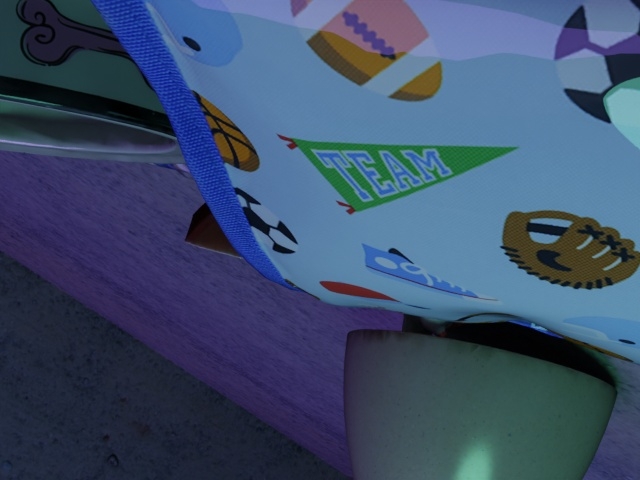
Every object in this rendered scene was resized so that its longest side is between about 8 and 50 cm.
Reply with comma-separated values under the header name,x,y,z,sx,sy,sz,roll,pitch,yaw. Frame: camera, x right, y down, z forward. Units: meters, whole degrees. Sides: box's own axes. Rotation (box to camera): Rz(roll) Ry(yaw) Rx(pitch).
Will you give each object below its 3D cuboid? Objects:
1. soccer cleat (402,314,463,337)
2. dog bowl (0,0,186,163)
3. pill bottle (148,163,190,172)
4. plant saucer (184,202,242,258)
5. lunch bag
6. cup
name,x,y,z,sx,sy,sz,roll,pitch,yaw
soccer cleat,0.127,0.080,1.282,0.076,0.068,0.196,58,172,6
dog bowl,-0.270,-0.161,0.827,0.408,0.150,0.408,6,179,0
pill bottle,-0.171,-0.114,1.180,0.120,0.067,0.067,14,158,43
plant saucer,0.000,0.000,1.067,0.259,0.047,0.259,15,-174,-7
lunch bag,0.129,-0.060,0.488,0.328,0.238,0.385,11,152,19
cup,0.166,0.261,1.286,0.331,0.236,0.331,14,168,3
